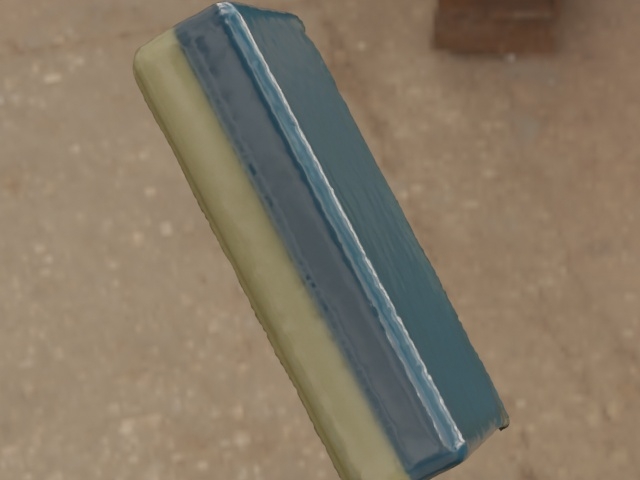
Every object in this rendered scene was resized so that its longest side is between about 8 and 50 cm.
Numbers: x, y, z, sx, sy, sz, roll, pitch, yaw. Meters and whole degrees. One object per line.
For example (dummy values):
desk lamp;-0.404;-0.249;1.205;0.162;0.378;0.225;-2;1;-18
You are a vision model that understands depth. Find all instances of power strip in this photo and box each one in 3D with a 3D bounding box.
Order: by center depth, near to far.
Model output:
power strip;0.000;0.000;0.471;0.032;0.123;0.056;-28;-4;16
